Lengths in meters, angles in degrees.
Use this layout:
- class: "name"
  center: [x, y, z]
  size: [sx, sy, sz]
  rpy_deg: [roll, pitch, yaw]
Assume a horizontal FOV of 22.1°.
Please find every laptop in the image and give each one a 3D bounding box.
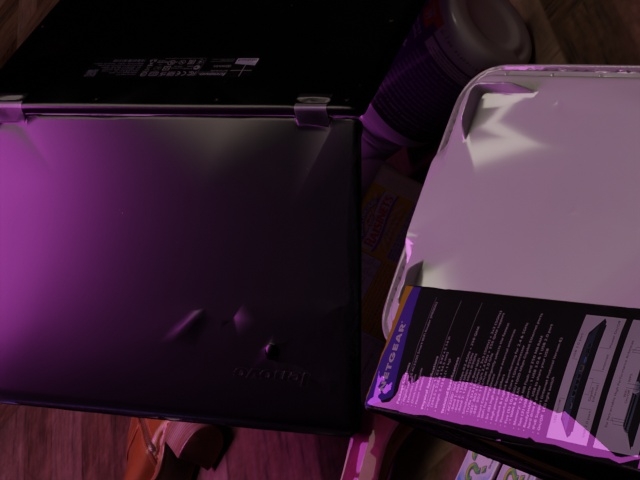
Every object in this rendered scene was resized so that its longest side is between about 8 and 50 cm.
- class: "laptop"
  center: [-0.099, -0.063, 1.500]
  size: [0.382, 0.236, 0.408]
  rpy_deg: [3, 41, 24]

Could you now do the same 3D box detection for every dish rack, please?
- class: "dish rack"
  center: [0.197, -0.014, 1.208]
  size: [0.333, 0.072, 0.285]
  rpy_deg: [6, 70, 42]

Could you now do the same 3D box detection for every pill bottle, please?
- class: "pill bottle"
  center: [0.099, -0.156, 1.564]
  size: [0.193, 0.108, 0.108]
  rpy_deg: [-38, 36, 38]

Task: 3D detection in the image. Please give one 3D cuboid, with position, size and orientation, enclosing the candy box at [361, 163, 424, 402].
- class: "candy box"
  center: [0.054, 0.046, 1.468]
  size: [0.205, 0.105, 0.027]
  rpy_deg: [-62, -4, -2]

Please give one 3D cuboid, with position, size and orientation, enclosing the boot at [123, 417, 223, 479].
- class: "boot"
  center: [-0.186, 0.242, 1.733]
  size: [0.197, 0.073, 0.152]
  rpy_deg: [-49, 29, -1]

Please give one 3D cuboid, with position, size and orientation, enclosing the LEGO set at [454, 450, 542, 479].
- class: "LEGO set"
  center: [0.108, 0.245, 1.246]
  size: [0.244, 0.060, 0.182]
  rpy_deg: [-65, 24, -4]

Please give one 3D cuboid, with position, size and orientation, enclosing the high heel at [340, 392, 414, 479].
- class: "high heel"
  center: [0.064, 0.198, 1.377]
  size: [0.117, 0.082, 0.244]
  rpy_deg: [38, 79, 22]

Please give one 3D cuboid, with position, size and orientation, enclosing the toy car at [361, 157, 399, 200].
- class: "toy car"
  center: [0.000, 0.000, 1.560]
  size: [0.159, 0.136, 0.182]
  rpy_deg: [-46, 32, 29]

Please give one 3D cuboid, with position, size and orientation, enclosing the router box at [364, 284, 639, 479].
- class: "router box"
  center: [0.217, 0.118, 0.900]
  size: [0.243, 0.309, 0.081]
  rpy_deg: [3, 72, 60]

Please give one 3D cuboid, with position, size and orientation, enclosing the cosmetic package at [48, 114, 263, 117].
- class: "cosmetic package"
  center: [-0.165, -0.055, 1.771]
  size: [0.161, 0.230, 0.453]
  rpy_deg: [-38, 35, 16]
